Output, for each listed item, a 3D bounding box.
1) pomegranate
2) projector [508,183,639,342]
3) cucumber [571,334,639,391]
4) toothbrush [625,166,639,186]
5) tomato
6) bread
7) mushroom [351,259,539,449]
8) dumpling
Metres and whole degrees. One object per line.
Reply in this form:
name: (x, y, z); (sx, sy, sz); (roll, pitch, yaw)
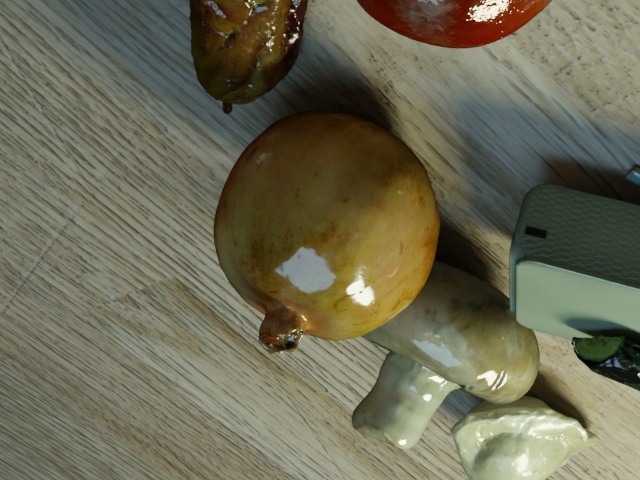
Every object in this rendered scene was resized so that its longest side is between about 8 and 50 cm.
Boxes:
pomegranate: (0.000, 0.000, 1.896); (0.229, 0.270, 0.252); (17, 151, 25)
projector: (0.336, 0.040, 1.892); (0.250, 0.108, 0.198); (15, 159, 13)
cucumber: (0.387, 0.152, 1.914); (0.220, 0.046, 0.070); (21, 154, -10)
toothbrush: (0.413, -0.023, 1.861); (0.204, 0.017, 0.022); (31, 136, -13)
tomato: (0.122, -0.242, 1.626); (0.199, 0.112, 0.228); (30, 150, -16)
bread: (-0.082, -0.225, 1.790); (0.124, 0.084, 0.344); (20, 148, 4)
mushroom: (0.130, 0.143, 2.056); (0.243, 0.243, 0.243); (15, 147, 10)
dumpling: (0.277, 0.273, 2.288); (0.179, 0.131, 0.252); (-16, 148, 14)
